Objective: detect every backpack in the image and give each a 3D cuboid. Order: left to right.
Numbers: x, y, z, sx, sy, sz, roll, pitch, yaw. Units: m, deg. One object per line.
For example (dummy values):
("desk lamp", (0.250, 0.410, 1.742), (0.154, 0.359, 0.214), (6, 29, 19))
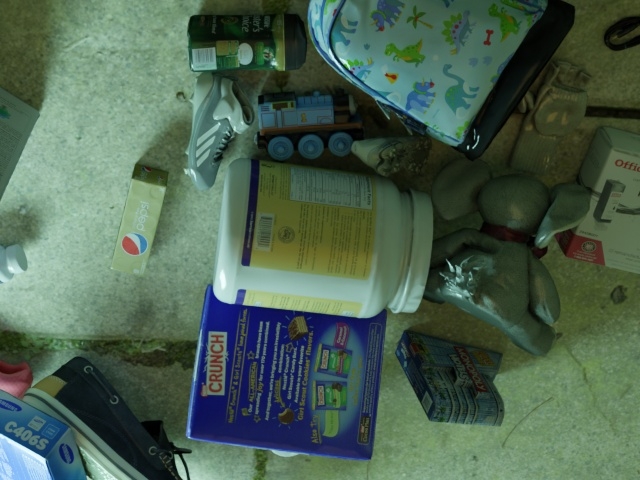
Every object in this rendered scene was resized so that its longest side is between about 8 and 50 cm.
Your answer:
("backpack", (0.155, -0.311, 1.730), (0.355, 0.273, 0.290), (36, 114, 5))

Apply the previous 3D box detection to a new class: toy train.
("toy train", (-0.018, -0.191, 1.873), (0.184, 0.080, 0.105), (-4, 113, 0))

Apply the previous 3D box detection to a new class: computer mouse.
("computer mouse", (0.555, -0.375, 1.816), (0.242, 0.041, 0.071), (-38, 115, 18))

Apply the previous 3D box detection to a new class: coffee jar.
("coffee jar", (-0.113, -0.307, 1.790), (0.184, 0.096, 0.079), (-1, 122, -3))

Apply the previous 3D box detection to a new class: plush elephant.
("plush elephant", (0.301, 0.002, 1.910), (0.271, 0.330, 0.255), (26, 82, 19))

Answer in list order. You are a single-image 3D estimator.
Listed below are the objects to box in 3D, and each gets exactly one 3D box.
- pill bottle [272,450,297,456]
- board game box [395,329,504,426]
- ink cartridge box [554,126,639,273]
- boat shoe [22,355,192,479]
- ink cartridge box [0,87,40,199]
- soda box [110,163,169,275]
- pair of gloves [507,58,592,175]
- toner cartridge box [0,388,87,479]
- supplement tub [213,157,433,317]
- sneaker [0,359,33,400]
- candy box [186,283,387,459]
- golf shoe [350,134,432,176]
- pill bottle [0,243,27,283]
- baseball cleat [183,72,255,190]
("pill bottle", (-0.061, 0.326, 2.124), (0.078, 0.137, 0.078), (-1, 119, -1))
("board game box", (0.258, 0.250, 2.092), (0.194, 0.194, 0.060), (7, 121, -23))
("ink cartridge box", (0.513, -0.066, 1.959), (0.158, 0.092, 0.218), (12, 116, -10))
("boat shoe", (-0.327, 0.408, 2.125), (0.500, 0.156, 0.186), (47, 147, -16))
("ink cartridge box", (-0.597, -0.130, 1.694), (0.270, 0.395, 0.151), (33, 113, -19))
("soda box", (-0.306, -0.034, 1.956), (0.061, 0.058, 0.181), (13, 118, -10))
("pair of gloves", (0.315, -0.219, 1.892), (0.240, 0.042, 0.204), (19, 116, -14))
("toner cartridge box", (-0.507, 0.415, 2.081), (0.165, 0.075, 0.348), (23, 145, 17))
("supplement tub", (0.000, 0.000, 1.885), (0.331, 0.241, 0.241), (7, 119, -7))
("sneaker", (-0.662, 0.219, 2.068), (0.313, 0.116, 0.136), (26, 105, -24))
("candy box", (-0.061, 0.230, 2.004), (0.317, 0.122, 0.268), (9, 78, -9))
("golf shoe", (0.118, -0.150, 1.881), (0.086, 0.176, 0.069), (26, 107, 29))
("pill bottle", (-0.568, 0.046, 1.983), (0.120, 0.067, 0.067), (-16, 119, 7))
("baseball cleat", (-0.163, -0.168, 1.867), (0.109, 0.072, 0.206), (14, 121, 20))
